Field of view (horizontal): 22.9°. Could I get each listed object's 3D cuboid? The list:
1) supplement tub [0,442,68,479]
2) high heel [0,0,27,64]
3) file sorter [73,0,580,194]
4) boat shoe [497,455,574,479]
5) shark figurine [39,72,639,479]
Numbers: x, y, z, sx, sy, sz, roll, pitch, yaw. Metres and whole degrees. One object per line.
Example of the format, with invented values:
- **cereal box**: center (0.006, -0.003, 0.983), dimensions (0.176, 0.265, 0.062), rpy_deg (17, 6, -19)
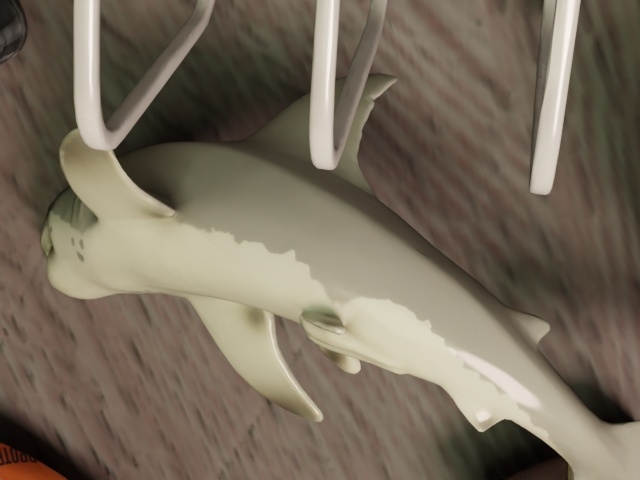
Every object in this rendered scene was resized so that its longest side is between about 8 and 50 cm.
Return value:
- **supplement tub**: center (-0.216, 0.249, 0.659), dimensions (0.207, 0.207, 0.338), rpy_deg (36, 112, -7)
- **high heel**: center (-0.239, -0.010, 0.568), dimensions (0.261, 0.186, 0.093), rpy_deg (-27, 106, 18)
- **file sorter**: center (0.079, -0.116, 0.476), dimensions (0.277, 0.193, 0.173), rpy_deg (6, 115, 6)
- **boat shoe**: center (0.138, 0.214, 0.652), dimensions (0.092, 0.103, 0.285), rpy_deg (-18, 104, 21)
- **shark figurine**: center (0.020, 0.000, 0.558), dimensions (0.278, 0.116, 0.166), rpy_deg (24, 153, 17)
